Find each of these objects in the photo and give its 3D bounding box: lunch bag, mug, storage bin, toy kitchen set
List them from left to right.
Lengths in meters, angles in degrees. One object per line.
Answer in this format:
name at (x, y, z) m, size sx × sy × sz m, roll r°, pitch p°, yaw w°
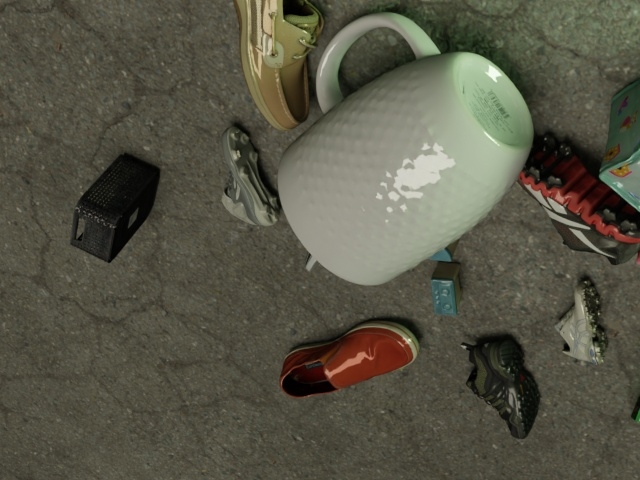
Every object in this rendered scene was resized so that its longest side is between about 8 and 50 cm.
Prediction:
storage bin at (-0.384, -0.061, 1.793) m, size 0.084 × 0.180 × 0.122 m, roll 25°, pitch 133°, yaw 3°
toy kitchen set at (0.135, 0.060, 1.692) m, size 0.207 × 0.122 × 0.166 m, roll 5°, pitch 129°, yaw 21°
mug at (0.121, -0.164, 1.443) m, size 0.328 × 0.276 × 0.374 m, roll -35°, pitch 75°, yaw 40°
lunch bag at (0.530, -0.105, 1.306) m, size 0.262 × 0.223 × 0.160 m, roll 36°, pitch 133°, yaw -7°

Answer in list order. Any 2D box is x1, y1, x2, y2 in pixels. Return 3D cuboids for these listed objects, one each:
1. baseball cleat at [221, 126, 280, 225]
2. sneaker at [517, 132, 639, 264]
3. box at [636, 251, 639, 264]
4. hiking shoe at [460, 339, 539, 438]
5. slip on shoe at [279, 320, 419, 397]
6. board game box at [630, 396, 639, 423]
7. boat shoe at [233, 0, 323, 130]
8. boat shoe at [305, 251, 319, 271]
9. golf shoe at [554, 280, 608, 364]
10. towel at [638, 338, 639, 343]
baseball cleat at (-0.150, -0.108, 1.723) m, size 0.109 × 0.072 × 0.206 m, roll -4°, pitch 122°, yaw 35°
sneaker at (0.382, -0.058, 1.459) m, size 0.276 × 0.098 × 0.135 m, roll 38°, pitch 151°, yaw 28°
box at (0.619, 0.011, 1.426) m, size 0.257 × 0.128 × 0.122 m, roll 25°, pitch 133°, yaw 4°
hiking shoe at (0.341, 0.279, 1.818) m, size 0.114 × 0.086 × 0.226 m, roll 3°, pitch 123°, yaw 40°
slip on shoe at (0.052, 0.246, 1.899) m, size 0.331 × 0.101 × 0.123 m, roll -19°, pitch 115°, yaw 34°
board game box at (0.687, 0.347, 1.605) m, size 0.317 × 0.046 × 0.213 m, roll 22°, pitch 177°, yaw 18°
boat shoe at (-0.058, -0.323, 1.469) m, size 0.110 × 0.121 × 0.341 m, roll 3°, pitch 127°, yaw 24°
boat shoe at (0.000, 0.000, 1.763) m, size 0.040 × 0.049 × 0.142 m, roll 42°, pitch 133°, yaw 14°
golf shoe at (0.445, 0.145, 1.660) m, size 0.086 × 0.069 × 0.176 m, roll 3°, pitch 127°, yaw 30°
towel at (0.608, 0.142, 1.607) m, size 0.110 × 0.027 × 0.148 m, roll 15°, pitch 130°, yaw 12°
